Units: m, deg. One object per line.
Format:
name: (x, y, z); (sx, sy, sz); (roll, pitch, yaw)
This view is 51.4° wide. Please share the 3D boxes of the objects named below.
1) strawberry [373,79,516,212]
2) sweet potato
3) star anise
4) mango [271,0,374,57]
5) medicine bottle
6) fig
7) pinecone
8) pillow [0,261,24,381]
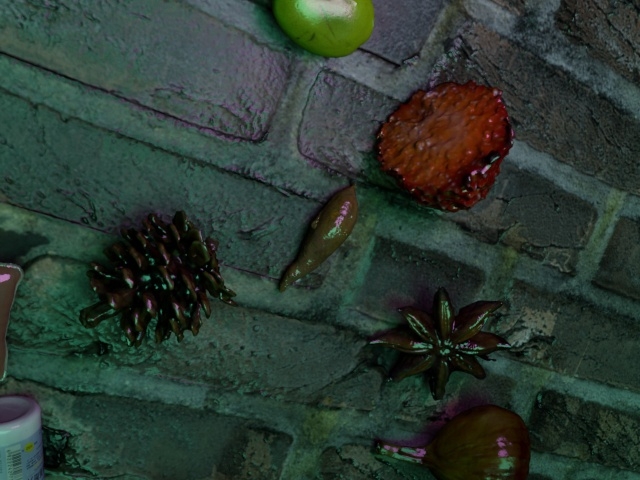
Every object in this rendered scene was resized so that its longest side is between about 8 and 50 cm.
strawberry: (0.228, -0.138, 1.105); (0.234, 0.234, 0.178); (-50, 141, -4)
sweet potato: (0.004, 0.000, 1.107); (0.068, 0.068, 0.226); (35, 90, -28)
star anise: (0.224, 0.176, 1.243); (0.272, 0.102, 0.271); (-1, 121, -1)
mango: (0.003, -0.336, 0.995); (0.163, 0.089, 0.117); (1, 118, -22)
medicine bottle: (-0.460, 0.332, 0.973); (0.103, 0.103, 0.186); (-3, 106, -23)
fig: (0.267, 0.415, 1.327); (0.290, 0.190, 0.190); (3, 109, 18)
pinecone: (-0.238, 0.066, 0.958); (0.212, 0.168, 0.185); (-34, 86, 1)
pillow: (-0.506, 0.107, 0.902); (0.172, 0.075, 0.179); (10, 99, -26)
